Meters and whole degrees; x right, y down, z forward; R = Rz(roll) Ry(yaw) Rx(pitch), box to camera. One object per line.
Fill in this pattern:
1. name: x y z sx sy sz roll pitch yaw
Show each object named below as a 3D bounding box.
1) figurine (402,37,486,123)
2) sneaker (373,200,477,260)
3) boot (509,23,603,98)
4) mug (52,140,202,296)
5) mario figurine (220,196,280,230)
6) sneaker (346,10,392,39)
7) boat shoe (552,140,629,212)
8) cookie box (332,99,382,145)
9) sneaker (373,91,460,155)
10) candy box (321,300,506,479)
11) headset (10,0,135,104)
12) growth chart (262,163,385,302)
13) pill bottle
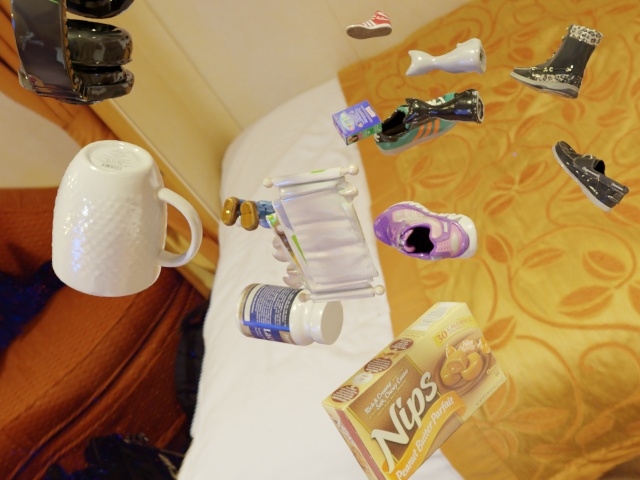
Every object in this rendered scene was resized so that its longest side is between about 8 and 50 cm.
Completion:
1. figurine: 0.321 -0.412 1.708 0.209 0.092 0.215 2 87 26
2. sneaker: 0.170 -0.012 1.199 0.104 0.095 0.236 -18 19 -34
3. boot: 0.637 -0.489 1.752 0.236 0.085 0.178 40 110 55
4. mug: -0.478 -0.054 1.631 0.374 0.328 0.276 18 32 2
5. mario figurine: -0.124 -0.048 1.855 0.170 0.320 0.198 -52 60 30
6. sneaker: 0.125 -0.563 1.689 0.118 0.042 0.067 -1 56 2
7. boat shoe: 0.644 -0.169 1.551 0.079 0.084 0.233 -56 40 31
8. cookie box: 0.099 -0.318 1.754 0.107 0.040 0.092 -24 60 -7
9. sneaker: 0.300 -0.364 1.941 0.302 0.121 0.108 -29 64 6
10. candy box: 0.177 0.273 1.178 0.316 0.183 0.087 -35 12 -24
11. headset: -0.309 -0.275 0.767 0.394 0.185 0.243 156 119 -82
12. growth chart: 0.000 0.000 0.935 0.172 0.237 0.021 0 35 26
13. pill bottle: -0.081 0.198 1.720 0.265 0.153 0.153 3 52 31
